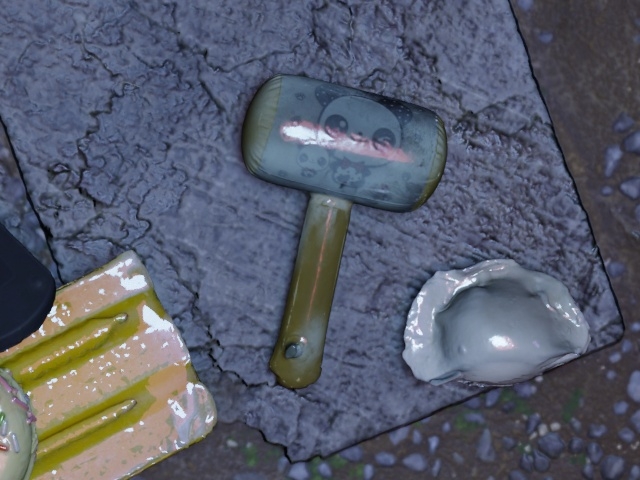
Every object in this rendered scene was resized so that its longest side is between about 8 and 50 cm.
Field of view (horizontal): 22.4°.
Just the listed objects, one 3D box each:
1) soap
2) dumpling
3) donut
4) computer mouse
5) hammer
[{"bbox_3d":[-0.274,0.161,1.543,0.315,0.091,0.199,-29,97,-8],"label":"soap"},{"bbox_3d":[0.173,0.083,1.615,0.188,0.108,0.127,-7,67,4],"label":"dumpling"},{"bbox_3d":[-0.309,0.177,1.459,0.108,0.065,0.166,-7,93,-10],"label":"donut"},{"bbox_3d":[-0.361,0.014,1.497,0.137,0.086,0.270,-34,68,-29],"label":"computer mouse"},{"bbox_3d":[0.000,0.000,1.587,0.202,0.113,0.305,13,98,-7],"label":"hammer"}]
